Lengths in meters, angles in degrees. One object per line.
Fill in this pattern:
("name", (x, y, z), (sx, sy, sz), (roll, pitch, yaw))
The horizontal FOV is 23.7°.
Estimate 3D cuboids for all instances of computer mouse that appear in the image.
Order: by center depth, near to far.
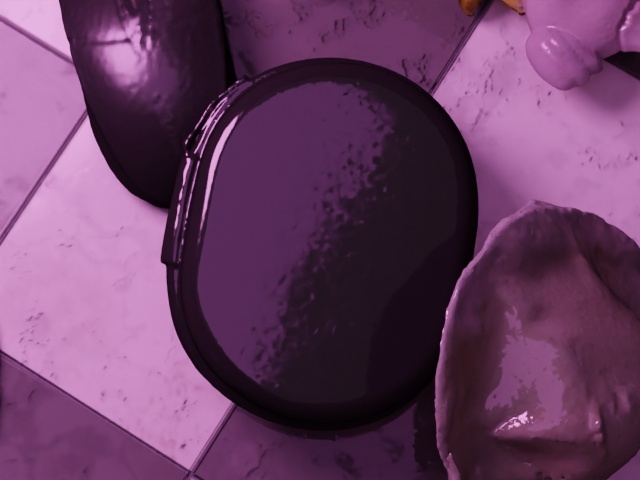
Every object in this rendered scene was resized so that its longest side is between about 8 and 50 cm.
("computer mouse", (-0.146, -0.164, 1.311), (0.138, 0.086, 0.269), (-13, 78, -2))

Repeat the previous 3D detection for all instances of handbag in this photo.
("handbag", (0.000, 0.000, 1.252), (0.254, 0.093, 0.308), (11, 83, -8))

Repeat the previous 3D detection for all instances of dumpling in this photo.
("dumpling", (0.160, 0.098, 1.197), (0.204, 0.163, 0.293), (39, 60, -7))

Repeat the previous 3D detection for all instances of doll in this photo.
("doll", (0.298, -0.160, 1.296), (0.365, 0.094, 0.160), (33, 79, 7))
